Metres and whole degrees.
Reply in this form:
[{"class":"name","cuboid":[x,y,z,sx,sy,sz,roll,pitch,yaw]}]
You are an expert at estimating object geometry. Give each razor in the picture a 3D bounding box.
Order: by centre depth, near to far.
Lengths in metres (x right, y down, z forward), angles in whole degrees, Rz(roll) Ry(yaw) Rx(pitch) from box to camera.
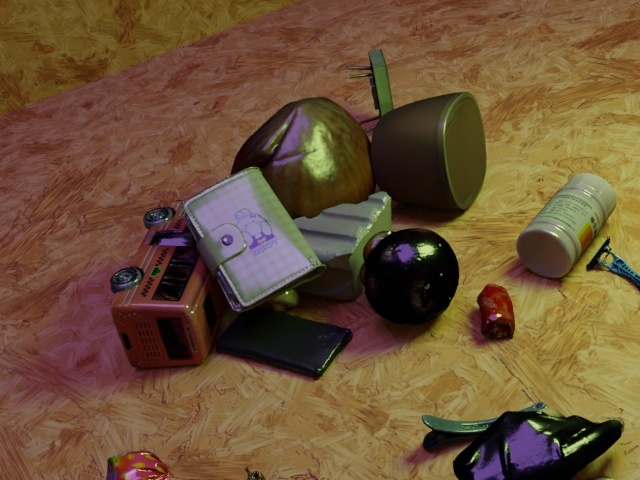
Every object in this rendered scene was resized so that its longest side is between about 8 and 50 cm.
[{"class":"razor","cuboid":[0.661,0.083,1.733,0.082,0.042,0.253,-58,37,11]}]

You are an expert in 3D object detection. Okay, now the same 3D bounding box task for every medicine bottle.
[{"class":"medicine bottle","cuboid":[0.548,-0.036,1.869,0.133,0.133,0.250,15,42,36]}]

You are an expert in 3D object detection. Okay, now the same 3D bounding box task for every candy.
[{"class":"candy","cuboid":[-0.211,0.428,1.469,0.366,0.124,0.124,-6,34,19]}]

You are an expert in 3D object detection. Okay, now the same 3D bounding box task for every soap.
[{"class":"soap","cuboid":[0.000,0.000,1.992,0.302,0.158,0.257,10,44,29]}]

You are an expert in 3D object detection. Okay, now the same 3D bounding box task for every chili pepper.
[{"class":"chili pepper","cuboid":[0.360,0.143,1.736,0.073,0.070,0.123,-23,33,17]}]

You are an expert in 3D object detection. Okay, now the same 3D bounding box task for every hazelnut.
[{"class":"hazelnut","cuboid":[-0.047,-0.177,2.132,0.359,0.359,0.409,5,31,26]}]

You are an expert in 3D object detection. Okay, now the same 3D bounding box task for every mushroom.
[{"class":"mushroom","cuboid":[-0.090,0.130,1.919,0.084,0.067,0.083,6,-7,1]}]

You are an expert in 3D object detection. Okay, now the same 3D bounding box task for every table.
[{"class":"table","cuboid":[0.153,-0.422,2.479,0.111,0.240,0.121,-11,33,4]}]

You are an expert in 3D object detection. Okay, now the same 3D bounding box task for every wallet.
[{"class":"wallet","cuboid":[-0.085,0.215,1.829,0.286,0.030,0.146,10,44,30]},{"class":"wallet","cuboid":[-0.156,-0.005,1.850,0.223,0.077,0.309,-26,60,-13]}]

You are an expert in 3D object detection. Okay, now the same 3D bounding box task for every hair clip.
[{"class":"hair clip","cuboid":[0.295,0.326,1.512,0.230,0.070,0.039,-9,30,-6]}]

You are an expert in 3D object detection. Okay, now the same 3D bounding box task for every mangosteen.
[{"class":"mangosteen","cuboid":[0.174,0.068,1.799,0.211,0.211,0.250,-30,26,-22]}]

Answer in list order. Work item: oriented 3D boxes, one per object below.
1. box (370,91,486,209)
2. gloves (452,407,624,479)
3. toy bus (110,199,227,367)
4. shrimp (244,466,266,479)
[{"class":"box","cuboid":[0.272,-0.220,2.122,0.216,0.300,0.301,-1,35,29]},{"class":"gloves","cuboid":[0.374,0.358,1.365,0.301,0.152,0.197,-17,59,-30]},{"class":"toy bus","cuboid":[-0.320,0.086,1.954,0.233,0.203,0.426,-1,37,12]},{"class":"shrimp","cuboid":[-0.120,0.471,1.469,0.099,0.041,0.180,-27,34,8]}]
